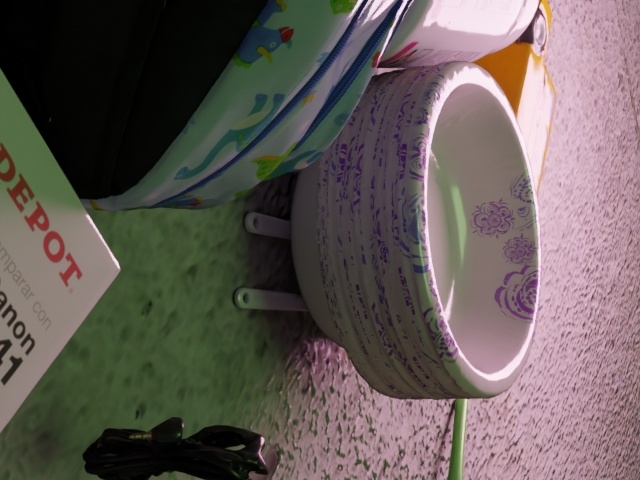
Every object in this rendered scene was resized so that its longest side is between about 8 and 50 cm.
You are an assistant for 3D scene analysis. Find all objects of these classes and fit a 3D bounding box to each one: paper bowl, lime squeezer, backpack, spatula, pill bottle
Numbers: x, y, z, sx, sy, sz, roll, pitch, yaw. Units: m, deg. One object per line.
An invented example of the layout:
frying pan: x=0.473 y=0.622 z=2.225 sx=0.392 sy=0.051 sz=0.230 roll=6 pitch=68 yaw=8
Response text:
paper bowl: x=0.080 y=-0.005 z=0.954 sx=0.284 sy=0.148 sz=0.284 roll=16 pitch=72 yaw=-57
lime squeezer: x=0.151 y=0.332 z=1.201 sx=0.110 sy=0.058 sz=0.310 roll=4 pitch=86 yaw=-59
backpack: x=-0.063 y=-0.178 z=0.586 sx=0.356 sy=0.290 sz=0.273 roll=-58 pitch=161 yaw=7
spatula: x=0.000 y=0.000 z=0.977 sx=0.242 sy=0.019 sz=0.168 roll=10 pitch=83 yaw=-59
pill bottle: x=0.087 y=-0.234 z=0.985 sx=0.283 sy=0.160 sz=0.160 roll=-14 pitch=102 yaw=-59

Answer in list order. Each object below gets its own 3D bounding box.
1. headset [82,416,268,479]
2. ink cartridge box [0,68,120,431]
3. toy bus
headset: x=-0.122 y=0.298 z=0.604 sx=0.243 sy=0.185 sz=0.394 roll=36 pitch=53 yaw=-54
ink cartridge box: x=-0.247 y=0.034 z=0.447 sx=0.306 sy=0.131 sz=0.226 roll=-59 pitch=138 yaw=-39
toy bus: x=0.181 y=-0.107 z=1.195 sx=0.130 sy=0.108 sz=0.333 roll=48 pitch=50 yaw=-49
